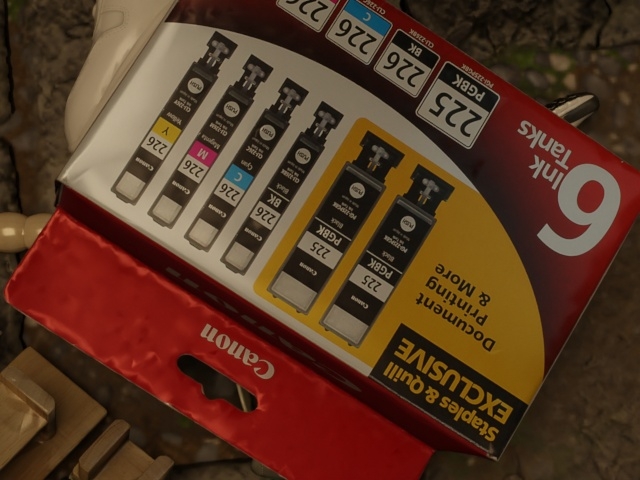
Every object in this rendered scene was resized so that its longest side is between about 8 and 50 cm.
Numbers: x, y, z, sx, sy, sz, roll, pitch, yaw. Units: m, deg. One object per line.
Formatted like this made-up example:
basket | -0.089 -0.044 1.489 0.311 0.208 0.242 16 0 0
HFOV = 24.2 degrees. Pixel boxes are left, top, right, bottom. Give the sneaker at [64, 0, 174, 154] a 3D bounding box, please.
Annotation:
sneaker | -0.111 -0.193 1.069 0.152 0.114 0.305 23 79 23

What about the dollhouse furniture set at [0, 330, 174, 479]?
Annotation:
dollhouse furniture set | -0.254 0.187 1.011 0.212 0.161 0.242 38 64 10

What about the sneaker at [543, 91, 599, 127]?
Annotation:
sneaker | 0.152 -0.064 1.046 0.109 0.040 0.043 -36 95 2

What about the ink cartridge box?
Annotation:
ink cartridge box | 0.000 0.000 0.929 0.309 0.130 0.271 32 79 -6

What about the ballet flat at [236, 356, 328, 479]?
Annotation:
ballet flat | -0.028 0.058 1.023 0.068 0.072 0.213 -5 78 16

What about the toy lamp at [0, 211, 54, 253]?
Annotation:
toy lamp | -0.262 -0.005 1.052 0.275 0.080 0.080 1 80 7
